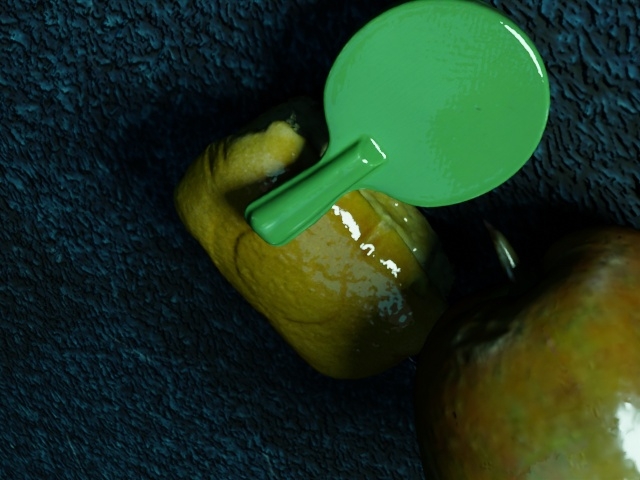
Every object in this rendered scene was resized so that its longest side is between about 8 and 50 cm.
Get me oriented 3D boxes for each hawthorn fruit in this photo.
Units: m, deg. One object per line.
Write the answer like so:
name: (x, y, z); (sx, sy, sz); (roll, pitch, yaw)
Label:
hawthorn fruit: (0.195, 0.116, 1.090); (0.267, 0.267, 0.301); (-13, 108, 44)

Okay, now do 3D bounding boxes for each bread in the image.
bread: (0.000, 0.000, 1.235); (0.245, 0.121, 0.174); (52, 141, -12)

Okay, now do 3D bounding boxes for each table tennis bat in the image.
table tennis bat: (0.050, -0.077, 1.103); (0.257, 0.039, 0.160); (-35, 106, 18)

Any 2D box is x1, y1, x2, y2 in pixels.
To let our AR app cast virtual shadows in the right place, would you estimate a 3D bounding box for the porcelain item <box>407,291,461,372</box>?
porcelain item: (0.091, 0.088, 1.335); (0.075, 0.021, 0.136); (25, 140, 21)
